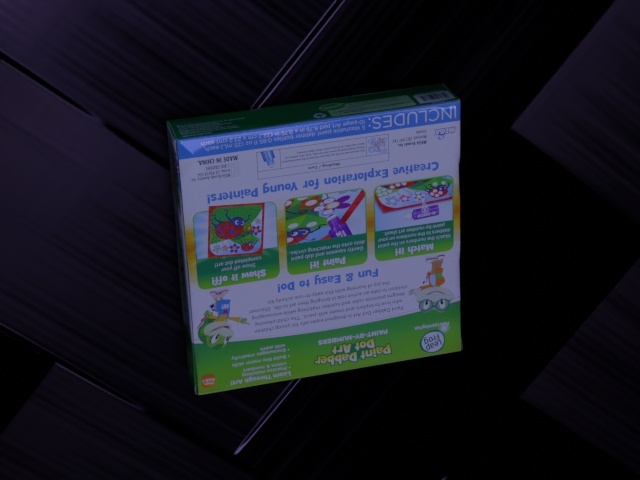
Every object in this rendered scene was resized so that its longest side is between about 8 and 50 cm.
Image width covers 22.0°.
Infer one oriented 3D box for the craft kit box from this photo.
[{"bbox_3d":[0.000,0.000,1.431,0.249,0.061,0.247,-8,114,-13],"label":"craft kit box"}]
